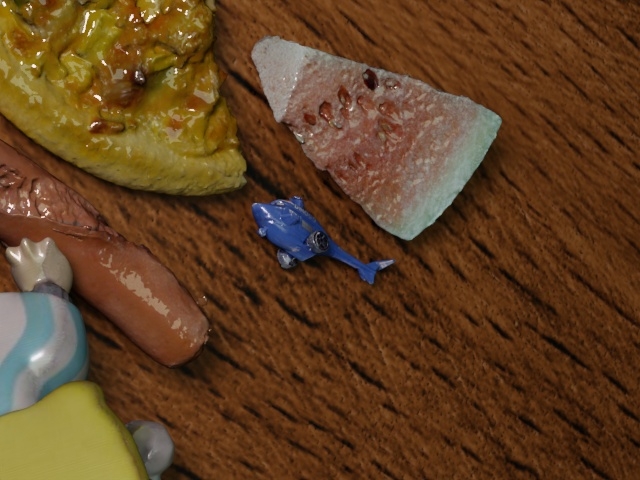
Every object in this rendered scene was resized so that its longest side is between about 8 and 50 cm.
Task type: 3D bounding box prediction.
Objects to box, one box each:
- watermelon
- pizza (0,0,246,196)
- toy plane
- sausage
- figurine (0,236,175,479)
[{"bbox_3d":[0.035,-0.114,1.407,0.241,0.094,0.154,32,86,-31],"label":"watermelon"},{"bbox_3d":[-0.190,-0.142,1.241,0.257,0.087,0.268,-18,106,-30],"label":"pizza"},{"bbox_3d":[0.000,0.000,1.406,0.167,0.054,0.062,30,51,-32],"label":"toy plane"},{"bbox_3d":[-0.216,-0.003,1.227,0.079,0.087,0.326,-39,120,19],"label":"sausage"},{"bbox_3d":[-0.226,0.257,1.198,0.266,0.361,0.378,-10,144,0],"label":"figurine"}]
